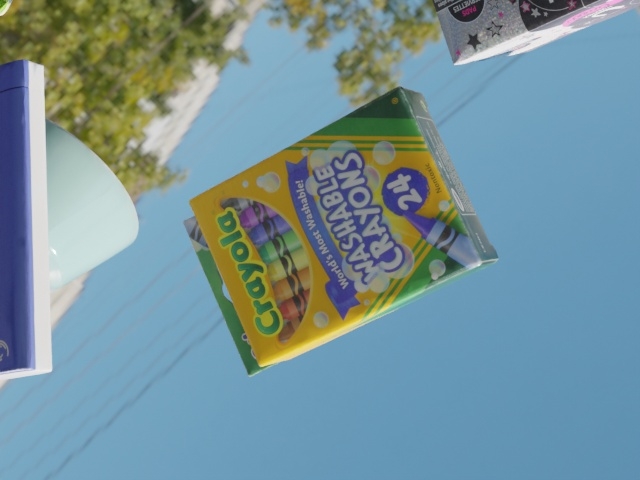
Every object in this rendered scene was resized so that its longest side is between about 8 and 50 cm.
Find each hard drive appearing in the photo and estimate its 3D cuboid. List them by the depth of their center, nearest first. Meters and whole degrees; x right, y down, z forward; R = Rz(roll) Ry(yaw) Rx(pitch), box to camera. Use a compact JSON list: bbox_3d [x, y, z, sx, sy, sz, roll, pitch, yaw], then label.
[{"bbox_3d":[-0.371,-0.010,1.271,0.210,0.040,0.318,-12,-104,31],"label":"hard drive"}]

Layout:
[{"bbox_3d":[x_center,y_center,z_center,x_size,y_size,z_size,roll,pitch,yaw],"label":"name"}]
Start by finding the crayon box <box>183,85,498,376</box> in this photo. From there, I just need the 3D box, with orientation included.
[{"bbox_3d":[0.000,0.000,1.310,0.323,0.203,0.083,-27,171,20],"label":"crayon box"}]

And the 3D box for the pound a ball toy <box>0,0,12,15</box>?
[{"bbox_3d":[-0.485,-0.372,1.367,0.135,0.319,0.208,-54,-170,38],"label":"pound a ball toy"}]

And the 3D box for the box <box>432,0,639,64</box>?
[{"bbox_3d":[0.264,-0.306,1.373,0.163,0.142,0.247,-18,179,-45],"label":"box"}]

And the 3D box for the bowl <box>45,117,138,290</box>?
[{"bbox_3d":[-0.448,-0.039,1.836,0.311,0.311,0.163,-11,-142,49],"label":"bowl"}]
